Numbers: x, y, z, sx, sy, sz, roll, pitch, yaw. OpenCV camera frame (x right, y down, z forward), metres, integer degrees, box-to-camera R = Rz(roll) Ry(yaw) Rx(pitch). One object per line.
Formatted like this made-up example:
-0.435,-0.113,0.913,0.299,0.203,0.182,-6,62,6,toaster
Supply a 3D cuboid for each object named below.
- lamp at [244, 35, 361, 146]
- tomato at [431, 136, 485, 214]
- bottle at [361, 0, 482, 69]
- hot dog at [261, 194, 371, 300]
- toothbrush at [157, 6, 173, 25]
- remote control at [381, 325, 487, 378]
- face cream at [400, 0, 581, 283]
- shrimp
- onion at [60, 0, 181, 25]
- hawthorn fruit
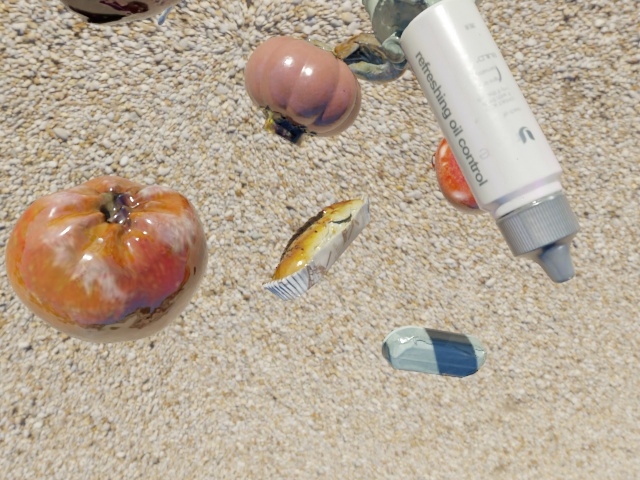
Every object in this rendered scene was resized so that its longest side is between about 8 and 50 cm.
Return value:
-0.052,-0.362,1.259,0.305,0.305,0.239,25,96,-17,lamp
0.317,-0.145,1.013,0.187,0.187,0.151,35,133,-19,tomato
0.205,-0.484,0.909,0.229,0.229,0.351,42,65,-21,bottle
0.000,0.000,0.602,0.053,0.099,0.192,53,51,-13,hot dog
-0.420,-0.730,1.483,0.021,0.027,0.269,41,132,-16,toothbrush
0.244,0.239,1.069,0.247,0.052,0.104,12,117,-21,remote control
0.187,-0.100,0.532,0.092,0.092,0.311,-24,82,2,face cream
0.108,-0.559,1.494,0.317,0.077,0.168,15,145,-1,shrimp
-0.141,-0.270,0.343,0.140,0.218,0.195,-21,132,6,onion
-0.315,0.032,0.784,0.284,0.284,0.284,-3,112,-7,hawthorn fruit
